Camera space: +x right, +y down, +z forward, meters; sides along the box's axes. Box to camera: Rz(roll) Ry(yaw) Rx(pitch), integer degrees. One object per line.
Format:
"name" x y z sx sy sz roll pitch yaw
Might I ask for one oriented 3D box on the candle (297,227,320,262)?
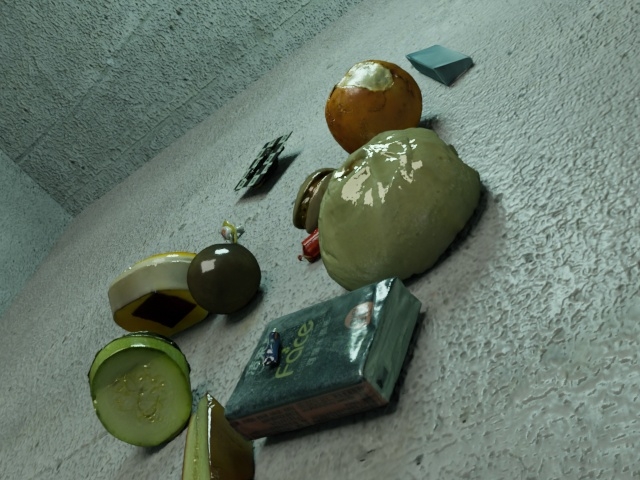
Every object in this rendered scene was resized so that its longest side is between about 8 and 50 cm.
"candle" 0.000 0.000 1.841 0.131 0.052 0.052 -43 21 5

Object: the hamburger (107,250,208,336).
"hamburger" -0.391 0.127 2.056 0.295 0.227 0.151 -24 51 34

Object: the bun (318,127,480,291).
"bun" 0.122 -0.083 1.584 0.364 0.202 0.364 -38 21 17

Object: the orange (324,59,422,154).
"orange" 0.127 -0.313 1.977 0.240 0.240 0.240 -36 22 17

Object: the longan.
"longan" -0.221 0.083 1.915 0.167 0.167 0.187 -35 13 19

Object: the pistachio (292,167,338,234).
"pistachio" 0.008 -0.095 1.930 0.185 0.124 0.124 -53 23 -10

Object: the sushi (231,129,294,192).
"sushi" -0.161 -0.225 2.542 0.192 0.050 0.215 -12 42 58

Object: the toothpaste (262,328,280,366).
"toothpaste" -0.081 0.180 1.403 0.027 0.019 0.083 -15 34 15

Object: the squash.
"squash" -0.373 0.302 1.697 0.220 0.220 0.133 -40 19 6

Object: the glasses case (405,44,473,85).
"glasses case" 0.312 -0.463 2.188 0.105 0.056 0.266 -18 22 -4

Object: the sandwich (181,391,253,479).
"sandwich" -0.178 0.370 1.401 0.094 0.096 0.258 -44 22 16

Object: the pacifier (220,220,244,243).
"pacifier" -0.242 -0.021 2.318 0.064 0.068 0.083 -16 27 -30

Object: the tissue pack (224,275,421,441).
"tissue pack" 0.004 0.202 1.381 0.316 0.103 0.228 -24 26 38
